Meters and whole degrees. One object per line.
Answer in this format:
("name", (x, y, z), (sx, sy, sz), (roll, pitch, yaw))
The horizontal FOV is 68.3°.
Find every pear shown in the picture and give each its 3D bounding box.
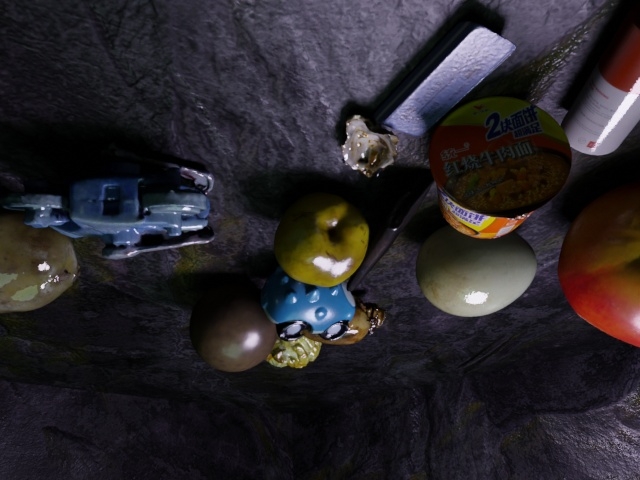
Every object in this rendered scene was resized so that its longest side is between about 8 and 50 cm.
("pear", (0.000, 0.000, 0.953), (0.200, 0.200, 0.200), (-3, 151, -2))

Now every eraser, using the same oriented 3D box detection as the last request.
("eraser", (0.174, -0.232, 0.705), (0.082, 0.036, 0.225), (12, 148, -30))

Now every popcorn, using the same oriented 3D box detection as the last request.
("popcorn", (-0.100, 0.332, 1.564), (0.204, 0.183, 0.221), (31, 151, -28))

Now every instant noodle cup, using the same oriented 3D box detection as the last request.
("instant noodle cup", (0.286, -0.104, 0.798), (0.213, 0.213, 0.174), (-8, 159, 8))

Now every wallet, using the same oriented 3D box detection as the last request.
("wallet", (0.139, -0.009, 1.016), (0.044, 0.170, 0.321), (37, 151, 8))

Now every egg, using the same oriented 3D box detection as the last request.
("egg", (0.361, 0.060, 1.085), (0.295, 0.218, 0.218), (-9, 154, -20))

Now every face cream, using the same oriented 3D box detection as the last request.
("face cream", (0.442, -0.228, 0.685), (0.096, 0.095, 0.214), (-4, 151, 0))

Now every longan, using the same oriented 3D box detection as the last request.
("longan", (-0.229, 0.236, 1.297), (0.258, 0.258, 0.258), (-3, 151, -2))

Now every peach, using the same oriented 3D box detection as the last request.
("peach", (0.704, 0.056, 0.977), (0.388, 0.388, 0.388), (-3, 151, -2))

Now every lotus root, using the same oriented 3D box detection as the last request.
("lotus root", (0.031, 0.227, 1.394), (0.314, 0.169, 0.141), (6, 118, -9))

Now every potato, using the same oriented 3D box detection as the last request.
("potato", (-0.632, 0.022, 0.877), (0.326, 0.221, 0.243), (1, 142, 12))

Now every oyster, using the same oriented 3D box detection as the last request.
("oyster", (0.084, -0.159, 0.812), (0.103, 0.051, 0.148), (17, 149, 0))

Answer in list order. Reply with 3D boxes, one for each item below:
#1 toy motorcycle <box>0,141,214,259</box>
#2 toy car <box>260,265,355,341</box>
("toy motorcycle", (-0.350, -0.042, 0.832), (0.319, 0.182, 0.241), (0, 151, -11))
("toy car", (-0.022, 0.138, 1.215), (0.255, 0.188, 0.190), (7, 126, -28))
